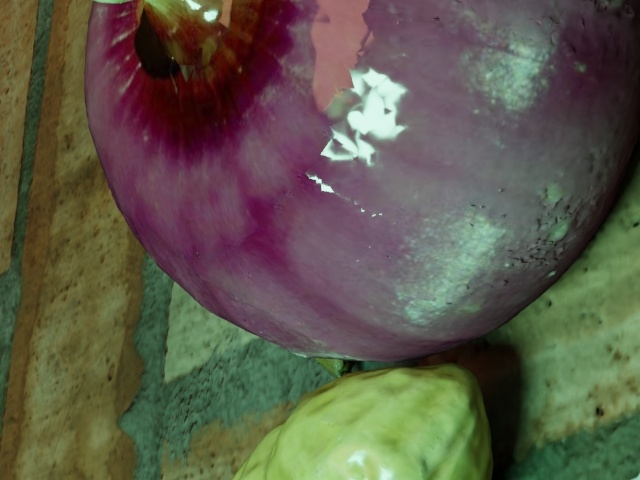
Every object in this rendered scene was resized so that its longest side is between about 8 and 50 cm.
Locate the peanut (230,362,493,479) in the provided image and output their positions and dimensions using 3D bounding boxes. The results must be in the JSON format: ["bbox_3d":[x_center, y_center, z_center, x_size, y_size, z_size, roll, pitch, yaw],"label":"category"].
[{"bbox_3d":[-0.004,0.179,1.003,0.305,0.147,0.147,-52,37,25],"label":"peanut"}]

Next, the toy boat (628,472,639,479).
[{"bbox_3d":[0.169,0.190,0.735,0.290,0.100,0.199,-43,39,44],"label":"toy boat"}]

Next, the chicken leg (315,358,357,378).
[{"bbox_3d":[0.001,0.001,1.157,0.085,0.069,0.198,-25,60,25],"label":"chicken leg"}]

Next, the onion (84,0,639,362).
[{"bbox_3d":[0.004,-0.100,0.961,0.358,0.345,0.358,25,128,37],"label":"onion"}]
